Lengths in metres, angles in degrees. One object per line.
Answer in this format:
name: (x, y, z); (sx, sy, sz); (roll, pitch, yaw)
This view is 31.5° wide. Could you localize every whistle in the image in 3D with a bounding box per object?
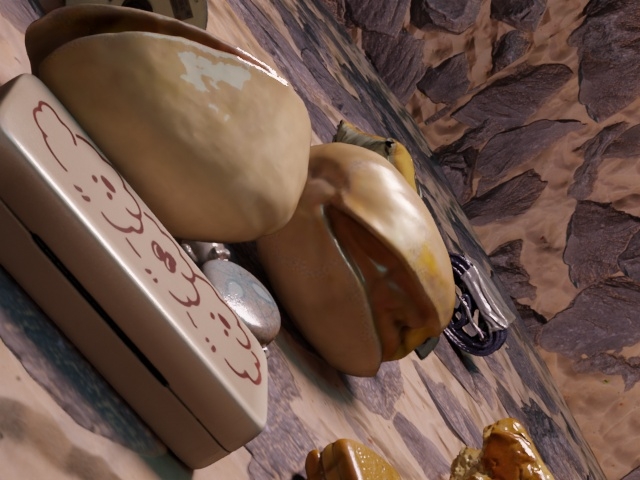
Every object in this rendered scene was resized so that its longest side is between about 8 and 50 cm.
whistle: (-0.112, 0.038, 1.178); (0.107, 0.057, 0.220); (9, 44, -56)

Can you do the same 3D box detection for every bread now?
bread: (0.052, 0.295, 1.112); (0.116, 0.077, 0.200); (47, 18, -46)
bread: (0.286, 0.423, 1.548); (0.344, 0.149, 0.195); (65, 3, 34)

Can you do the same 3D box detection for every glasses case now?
glasses case: (-0.168, 0.027, 0.924); (0.336, 0.076, 0.144); (52, 14, -22)

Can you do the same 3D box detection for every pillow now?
pillow: (0.092, -0.023, 1.732); (0.312, 0.119, 0.310); (-146, -138, -74)

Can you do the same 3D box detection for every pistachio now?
pistachio: (0.041, 0.021, 1.431); (0.309, 0.230, 0.230); (59, 11, -20)
pistachio: (-0.138, -0.107, 1.058); (0.318, 0.214, 0.193); (36, 24, -49)

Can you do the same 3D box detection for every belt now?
belt: (0.304, 0.131, 2.357); (0.230, 0.140, 0.126); (62, 12, 10)

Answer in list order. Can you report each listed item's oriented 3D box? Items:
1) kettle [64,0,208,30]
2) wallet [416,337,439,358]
kettle: (-0.213, -0.275, 1.391); (0.243, 0.160, 0.210); (-108, -179, -68)
wallet: (0.144, 0.093, 2.060); (0.245, 0.052, 0.168); (60, 16, 1)
